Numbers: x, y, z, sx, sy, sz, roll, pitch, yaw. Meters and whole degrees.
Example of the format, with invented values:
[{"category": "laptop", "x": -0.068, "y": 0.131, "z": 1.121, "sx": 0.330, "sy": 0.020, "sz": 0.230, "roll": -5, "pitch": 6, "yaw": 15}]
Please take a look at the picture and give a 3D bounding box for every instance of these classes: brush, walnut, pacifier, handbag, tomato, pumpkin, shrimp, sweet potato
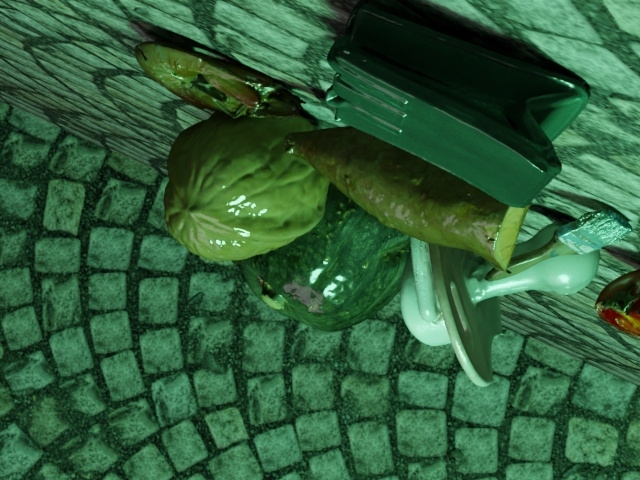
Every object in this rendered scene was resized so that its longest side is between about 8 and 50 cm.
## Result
[{"category": "brush", "x": 0.280, "y": 0.011, "z": 1.980, "sx": 0.196, "sy": 0.021, "sz": 0.070, "roll": -24, "pitch": 144, "yaw": 31}, {"category": "walnut", "x": -0.103, "y": -0.081, "z": 2.245, "sx": 0.225, "sy": 0.225, "sz": 0.261, "roll": 22, "pitch": -151, "yaw": 26}, {"category": "pacifier", "x": 0.213, "y": 0.047, "z": 2.160, "sx": 0.273, "sy": 0.220, "sz": 0.332, "roll": 19, "pitch": -155, "yaw": 3}, {"category": "handbag", "x": 0.122, "y": -0.129, "z": 1.573, "sx": 0.238, "sy": 0.089, "sz": 0.326, "roll": 25, "pitch": 176, "yaw": 2}, {"category": "tomato", "x": 0.444, "y": 0.083, "z": 2.161, "sx": 0.139, "sy": 0.091, "sz": 0.159, "roll": 33, "pitch": 166, "yaw": -29}, {"category": "pumpkin", "x": 0.000, "y": 0.000, "z": 2.540, "sx": 0.291, "sy": 0.257, "sz": 0.328, "roll": 37, "pitch": 169, "yaw": 10}, {"category": "shrimp", "x": -0.133, "y": -0.209, "z": 2.146, "sx": 0.267, "sy": 0.061, "sz": 0.145, "roll": 25, "pitch": 166, "yaw": 30}, {"category": "sweet potato", "x": 0.107, "y": -0.072, "z": 2.019, "sx": 0.336, "sy": 0.131, "sz": 0.131, "roll": 22, "pitch": 174, "yaw": 27}]
